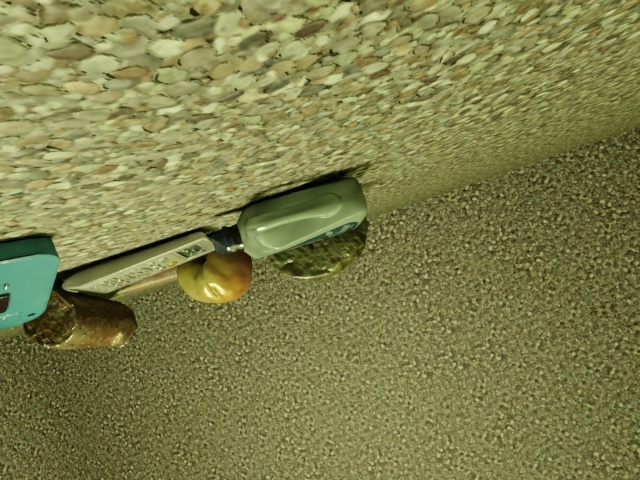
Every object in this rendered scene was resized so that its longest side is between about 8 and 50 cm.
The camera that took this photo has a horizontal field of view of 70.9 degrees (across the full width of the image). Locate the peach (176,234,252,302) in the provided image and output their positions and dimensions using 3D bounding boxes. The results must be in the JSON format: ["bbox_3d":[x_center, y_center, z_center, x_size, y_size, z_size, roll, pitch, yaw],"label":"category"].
[{"bbox_3d":[-0.254,0.072,1.107,0.184,0.185,0.184,-18,177,-1],"label":"peach"}]

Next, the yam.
[{"bbox_3d":[-0.531,0.180,1.005,0.129,0.128,0.238,-27,164,-1],"label":"yam"}]

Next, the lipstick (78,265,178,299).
[{"bbox_3d":[-0.490,0.100,1.171,0.254,0.070,0.070,-17,177,-29],"label":"lipstick"}]

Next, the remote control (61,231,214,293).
[{"bbox_3d":[-0.384,0.044,0.968,0.312,0.055,0.109,-21,166,-2],"label":"remote control"}]

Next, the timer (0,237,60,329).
[{"bbox_3d":[-0.494,0.061,0.599,0.231,0.092,0.250,-14,164,-44],"label":"timer"}]

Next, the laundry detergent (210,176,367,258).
[{"bbox_3d":[-0.069,-0.035,0.859,0.280,0.106,0.215,-16,177,-16],"label":"laundry detergent"}]

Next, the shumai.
[{"bbox_3d":[0.000,0.000,1.124,0.255,0.189,0.218,-13,176,8],"label":"shumai"}]

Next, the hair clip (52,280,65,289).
[{"bbox_3d":[-0.609,0.110,0.931,0.070,0.039,0.229,-20,178,15],"label":"hair clip"}]
